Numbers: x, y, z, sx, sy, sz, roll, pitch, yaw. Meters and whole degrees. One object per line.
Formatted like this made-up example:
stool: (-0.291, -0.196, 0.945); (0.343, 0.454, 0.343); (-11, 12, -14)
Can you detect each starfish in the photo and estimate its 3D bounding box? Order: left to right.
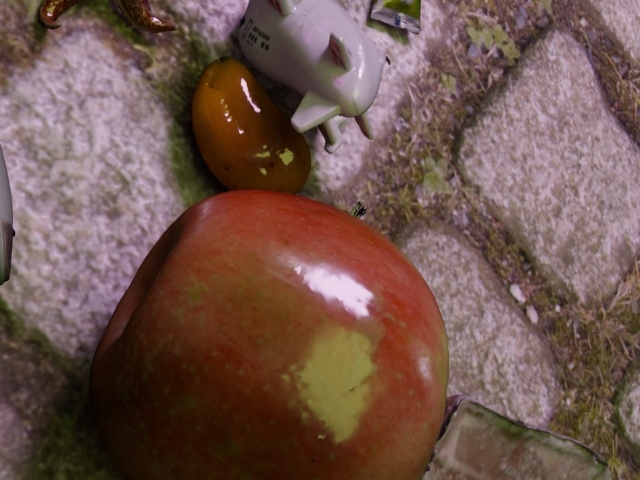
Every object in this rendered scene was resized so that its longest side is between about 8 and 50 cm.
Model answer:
starfish: (-0.200, -0.301, 0.816); (0.238, 0.057, 0.213); (-20, 118, -13)

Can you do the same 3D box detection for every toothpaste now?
toothpaste: (0.107, -0.391, 1.087); (0.078, 0.047, 0.248); (11, 77, -28)

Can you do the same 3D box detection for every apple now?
apple: (-0.049, 0.112, 0.725); (0.277, 0.319, 0.319); (23, 68, -11)

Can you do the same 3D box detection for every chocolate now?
chocolate: (0.213, 0.301, 0.993); (0.303, 0.100, 0.185); (27, 77, -25)

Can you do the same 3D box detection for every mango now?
mango: (-0.080, -0.108, 0.883); (0.105, 0.084, 0.159); (-34, 83, -18)

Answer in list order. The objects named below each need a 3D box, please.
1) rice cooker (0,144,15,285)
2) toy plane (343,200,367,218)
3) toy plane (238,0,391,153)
rice cooker: (-0.317, -0.050, 0.670); (0.127, 0.145, 0.206); (-23, 92, -25)
toy plane: (0.000, 0.000, 0.935); (0.120, 0.049, 0.031); (-41, 104, -15)
toy plane: (-0.014, -0.197, 0.871); (0.118, 0.252, 0.252); (-27, 98, -5)
